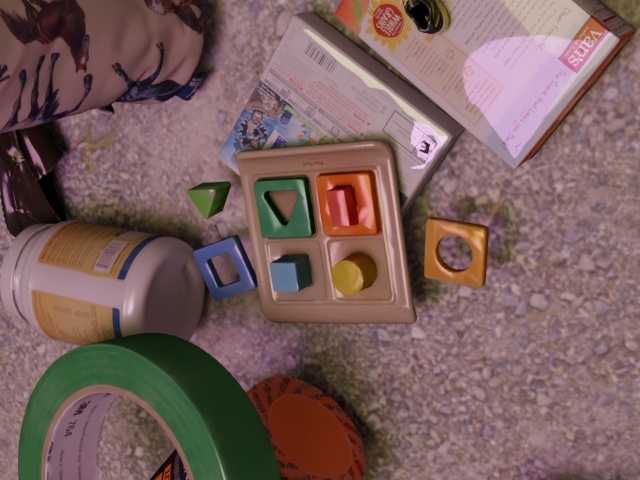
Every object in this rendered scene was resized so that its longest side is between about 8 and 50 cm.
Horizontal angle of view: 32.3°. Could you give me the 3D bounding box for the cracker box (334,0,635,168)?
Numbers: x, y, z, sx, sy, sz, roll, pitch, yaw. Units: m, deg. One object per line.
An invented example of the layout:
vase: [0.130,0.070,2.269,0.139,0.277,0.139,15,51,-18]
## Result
cracker box: [0.147,-0.201,1.019,0.232,0.067,0.156,43,122,11]

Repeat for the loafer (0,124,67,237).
loafer: [-0.345,-0.109,1.316,0.078,0.080,0.220,-2,116,6]

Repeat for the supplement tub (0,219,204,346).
supplement tub: [-0.250,0.054,1.268,0.200,0.144,0.144,10,111,25]

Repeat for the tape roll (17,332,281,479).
tape roll: [-0.181,0.257,1.128,0.321,0.077,0.321,6,99,39]

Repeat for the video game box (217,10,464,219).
video game box: [0.016,-0.100,1.133,0.205,0.048,0.187,40,119,11]

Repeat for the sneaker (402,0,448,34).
sneaker: [0.086,-0.221,0.984,0.031,0.035,0.083,-33,89,32]

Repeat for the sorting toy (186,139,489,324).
sorting toy: [0.000,0.000,1.122,0.348,0.047,0.196,-2,107,30]

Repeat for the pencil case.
pencil case: [-0.296,-0.176,1.063,0.160,0.410,0.183,30,122,29]

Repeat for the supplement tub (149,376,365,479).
supplement tub: [-0.099,0.306,1.241,0.193,0.193,0.316,44,120,9]
